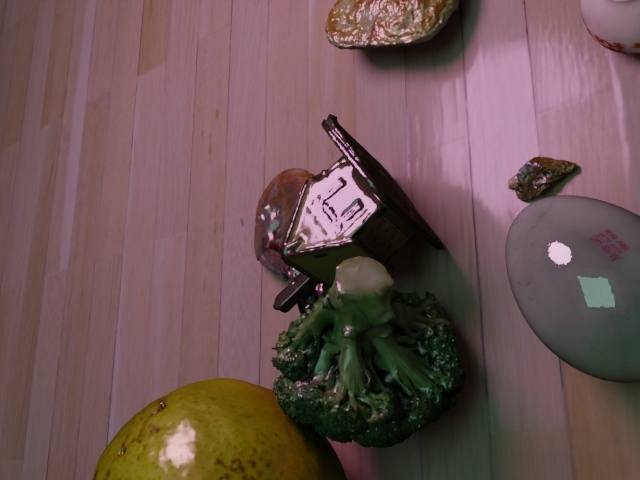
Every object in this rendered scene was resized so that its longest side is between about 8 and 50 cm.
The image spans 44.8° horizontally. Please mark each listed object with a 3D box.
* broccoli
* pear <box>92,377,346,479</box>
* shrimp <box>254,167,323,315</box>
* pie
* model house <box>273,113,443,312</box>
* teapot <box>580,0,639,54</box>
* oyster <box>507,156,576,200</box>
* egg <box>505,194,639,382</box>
[{"bbox_3d":[0.062,0.140,1.047,0.270,0.270,0.270,42,148,42],"label":"broccoli"},{"bbox_3d":[-0.133,0.394,1.073,0.391,0.391,0.391,-15,66,39],"label":"pear"},{"bbox_3d":[-0.055,0.014,1.339,0.164,0.062,0.316,-34,52,36],"label":"shrimp"},{"bbox_3d":[0.127,-0.393,1.285,0.248,0.090,0.201,10,73,44],"label":"pie"},{"bbox_3d":[0.000,0.000,1.146,0.279,0.218,0.205,-41,50,10],"label":"model house"},{"bbox_3d":[0.421,-0.311,0.988,0.159,0.116,0.245,-41,58,12],"label":"teapot"},{"bbox_3d":[0.300,-0.092,1.065,0.093,0.034,0.051,-39,61,22],"label":"oyster"},{"bbox_3d":[0.317,0.048,0.898,0.183,0.183,0.264,-53,41,16],"label":"egg"}]
